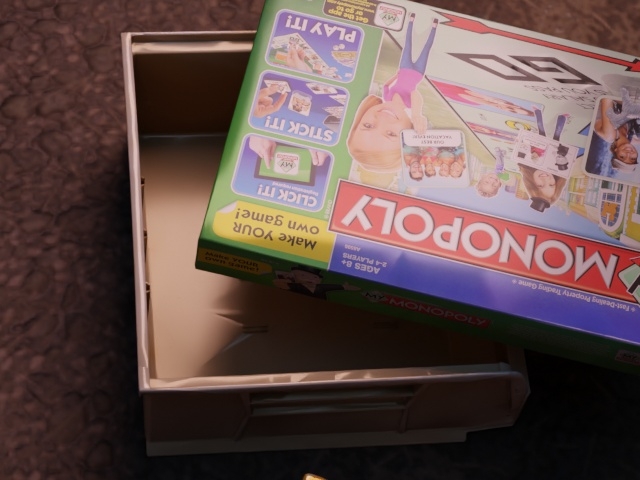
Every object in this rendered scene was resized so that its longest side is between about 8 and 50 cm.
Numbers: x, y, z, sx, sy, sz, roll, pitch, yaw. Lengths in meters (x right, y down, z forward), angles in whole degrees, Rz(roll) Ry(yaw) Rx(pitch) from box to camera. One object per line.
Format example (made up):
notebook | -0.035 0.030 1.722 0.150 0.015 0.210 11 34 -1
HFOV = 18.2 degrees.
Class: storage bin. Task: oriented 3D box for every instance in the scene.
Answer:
storage bin | 0.000 0.000 1.345 0.260 0.123 0.262 -2 62 -8

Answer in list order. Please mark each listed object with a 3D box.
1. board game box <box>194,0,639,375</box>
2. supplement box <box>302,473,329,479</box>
board game box | 0.098 -0.044 1.287 0.317 0.046 0.214 13 61 0
supplement box | 0.011 0.254 1.236 0.104 0.081 0.188 16 62 1
